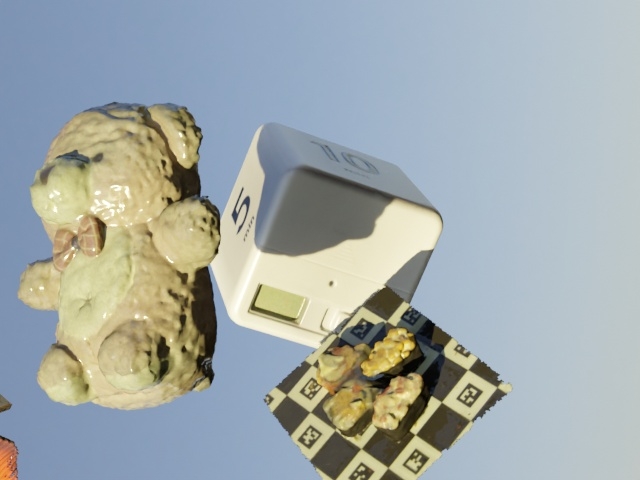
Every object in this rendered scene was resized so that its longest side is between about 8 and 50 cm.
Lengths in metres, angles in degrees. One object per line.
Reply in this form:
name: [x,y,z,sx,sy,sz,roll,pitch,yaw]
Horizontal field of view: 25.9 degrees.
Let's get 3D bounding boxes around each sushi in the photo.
sushi: [0.048,0.141,1.333,0.193,0.210,0.040,-43,-47,-4]

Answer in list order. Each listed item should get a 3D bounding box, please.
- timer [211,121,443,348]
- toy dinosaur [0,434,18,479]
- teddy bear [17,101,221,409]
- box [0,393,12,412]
timer: [0.000,0.000,1.575,0.195,0.192,0.194,-119,50,-67]
toy dinosaur: [-0.398,0.249,1.419,0.286,0.070,0.139,15,-59,-47]
teddy bear: [-0.168,0.012,1.194,0.151,0.236,0.267,-2,-100,-52]
box: [-0.364,0.170,1.445,0.012,0.046,0.083,-59,-18,21]
